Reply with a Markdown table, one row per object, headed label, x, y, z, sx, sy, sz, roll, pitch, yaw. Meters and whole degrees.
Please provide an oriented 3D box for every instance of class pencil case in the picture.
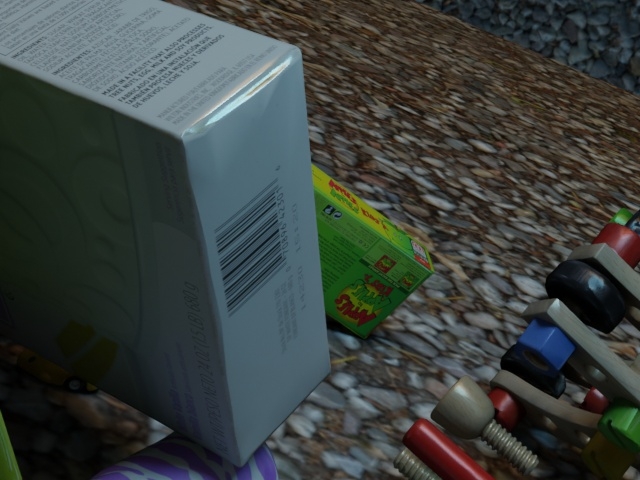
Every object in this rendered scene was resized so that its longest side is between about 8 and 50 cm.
| label | x | y | z | sx | sy | sz | roll | pitch | yaw |
| --- | --- | --- | --- | --- | --- | --- | --- | --- | --- |
| pencil case | -0.108 | 0.164 | 0.687 | 0.088 | 0.086 | 0.206 | 1 | 8 | 32 |

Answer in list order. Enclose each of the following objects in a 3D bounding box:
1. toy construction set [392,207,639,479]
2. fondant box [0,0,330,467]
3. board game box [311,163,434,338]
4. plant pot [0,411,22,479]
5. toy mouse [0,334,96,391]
| label | x | y | z | sx | sy | sz | roll | pitch | yaw |
| --- | --- | --- | --- | --- | --- | --- | --- | --- | --- |
| toy construction set | 0.227 | 0.145 | 0.887 | 0.237 | 0.257 | 0.309 | 41 | 48 | 14 |
| fondant box | -0.157 | -0.037 | 0.715 | 0.330 | 0.238 | 0.096 | 24 | 49 | 30 |
| board game box | 0.000 | 0.000 | 1.049 | 0.181 | 0.092 | 0.043 | 35 | 22 | -24 |
| plant pot | -0.300 | 0.027 | 0.605 | 0.207 | 0.227 | 0.228 | -22 | 41 | -19 |
| toy mouse | -0.191 | 0.058 | 0.910 | 0.161 | 0.031 | 0.143 | 17 | 23 | -10 |
